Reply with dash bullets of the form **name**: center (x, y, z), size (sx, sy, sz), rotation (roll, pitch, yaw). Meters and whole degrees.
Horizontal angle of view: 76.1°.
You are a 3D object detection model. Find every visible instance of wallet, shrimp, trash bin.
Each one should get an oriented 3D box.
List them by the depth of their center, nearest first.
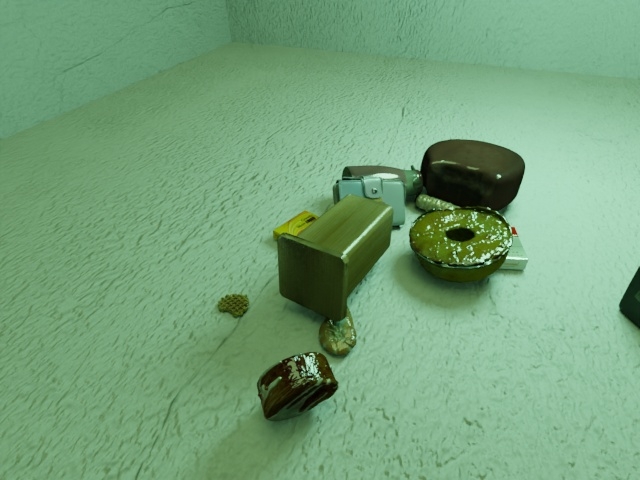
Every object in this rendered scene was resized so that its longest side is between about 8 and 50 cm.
- **trash bin**: center (0.861, 0.111, 0.967), size (0.236, 0.177, 0.101), rotation (-13, 41, -6)
- **shrimp**: center (0.042, 0.198, 0.999), size (0.091, 0.043, 0.184), rotation (-2, 40, 5)
- **wallet**: center (0.155, -0.118, 1.285), size (0.231, 0.170, 0.069), rotation (-3, 0, -18)

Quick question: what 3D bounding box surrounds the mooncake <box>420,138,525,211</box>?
- **mooncake**: center (0.506, -0.211, 1.373), size (0.325, 0.174, 0.334), rotation (4, 37, 4)

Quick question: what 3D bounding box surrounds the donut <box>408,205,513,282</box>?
- **donut**: center (0.388, 0.013, 1.139), size (0.272, 0.107, 0.272), rotation (-10, 42, 9)

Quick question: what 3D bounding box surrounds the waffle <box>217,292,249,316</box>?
- **waffle**: center (-0.229, 0.167, 1.073), size (0.085, 0.016, 0.078), rotation (7, 36, 11)

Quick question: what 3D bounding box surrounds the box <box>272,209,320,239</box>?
- **box**: center (0.000, 0.000, 1.245), size (0.269, 0.043, 0.152), rotation (29, 47, 31)

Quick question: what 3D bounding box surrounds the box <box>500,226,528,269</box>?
- **box**: center (0.531, 0.019, 1.194), size (0.100, 0.048, 0.152), rotation (4, 42, 5)

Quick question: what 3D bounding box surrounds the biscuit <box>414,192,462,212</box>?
- **biscuit**: center (0.406, -0.101, 1.335), size (0.219, 0.061, 0.055), rotation (26, 84, 29)

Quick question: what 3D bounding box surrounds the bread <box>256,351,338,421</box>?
- **bread**: center (-0.048, 0.287, 0.803), size (0.160, 0.160, 0.073), rotation (-17, 54, -17)

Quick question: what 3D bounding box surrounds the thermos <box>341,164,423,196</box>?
- **thermos**: center (0.213, -0.192, 1.407), size (0.265, 0.146, 0.176), rotation (-7, 14, -13)

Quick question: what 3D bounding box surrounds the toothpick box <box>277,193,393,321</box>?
- **toothpick box**: center (0.054, 0.019, 1.053), size (0.187, 0.190, 0.308), rotation (18, 38, 27)
